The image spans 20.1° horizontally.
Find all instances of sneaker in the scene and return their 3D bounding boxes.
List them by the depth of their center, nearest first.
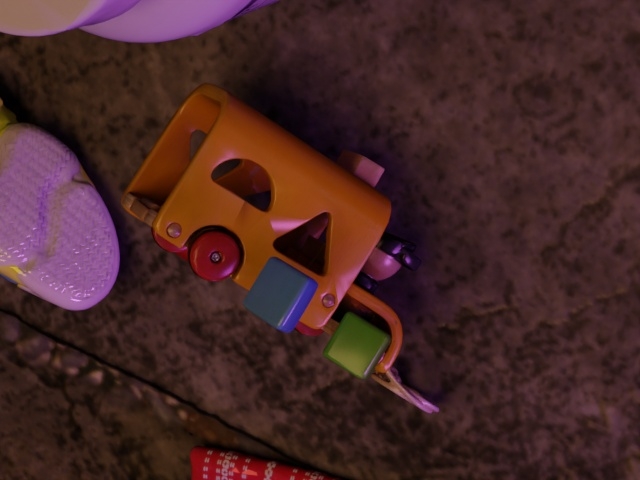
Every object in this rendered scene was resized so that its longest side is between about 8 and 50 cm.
[{"bbox_3d":[-0.231,-0.041,1.147,0.240,0.091,0.126,46,151,-4],"label":"sneaker"}]

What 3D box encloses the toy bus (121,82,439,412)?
[{"bbox_3d":[-0.008,-0.005,1.009,0.191,0.202,0.104,32,89,23],"label":"toy bus"}]

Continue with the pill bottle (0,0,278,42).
[{"bbox_3d":[-0.061,-0.188,0.859,0.169,0.301,0.169,10,111,25],"label":"pill bottle"}]

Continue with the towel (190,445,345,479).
[{"bbox_3d":[0.035,0.248,1.124,0.275,0.031,0.198,13,112,24],"label":"towel"}]
